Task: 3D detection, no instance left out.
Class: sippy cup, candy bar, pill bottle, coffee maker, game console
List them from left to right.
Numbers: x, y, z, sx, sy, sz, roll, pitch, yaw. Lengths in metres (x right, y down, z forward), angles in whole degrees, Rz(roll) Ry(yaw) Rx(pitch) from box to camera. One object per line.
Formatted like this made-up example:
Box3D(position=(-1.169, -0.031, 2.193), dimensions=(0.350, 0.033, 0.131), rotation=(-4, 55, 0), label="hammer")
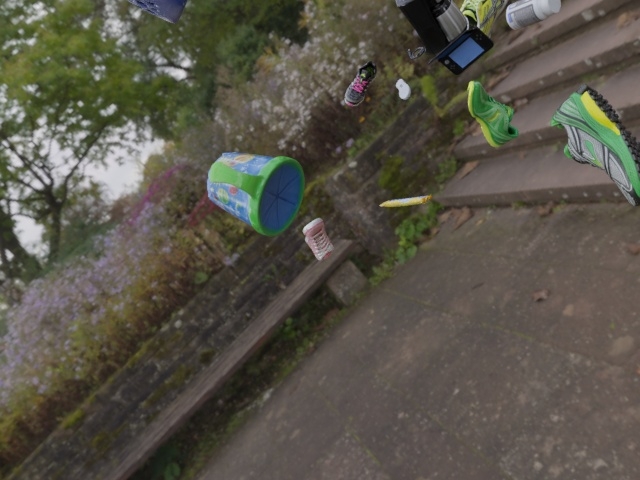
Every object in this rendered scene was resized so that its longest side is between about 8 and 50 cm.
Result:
Box3D(position=(-0.201, -0.154, 1.725), dimensions=(0.240, 0.224, 0.305), rotation=(-52, -31, -32), label="sippy cup")
Box3D(position=(0.223, -0.101, 1.535), dimensions=(0.040, 0.018, 0.161), rotation=(-24, 12, -36), label="candy bar")
Box3D(position=(0.263, -0.564, 1.485), dimensions=(0.171, 0.178, 0.120), rotation=(-37, 40, 15), label="coffee maker")
Box3D(position=(0.336, -0.445, 1.407), dimensions=(0.122, 0.107, 0.071), rotation=(-35, 33, 41), label="game console")
Box3D(position=(0.618, -0.670, 1.712), dimensions=(0.078, 0.078, 0.137), rotation=(-48, 25, -26), label="pill bottle")

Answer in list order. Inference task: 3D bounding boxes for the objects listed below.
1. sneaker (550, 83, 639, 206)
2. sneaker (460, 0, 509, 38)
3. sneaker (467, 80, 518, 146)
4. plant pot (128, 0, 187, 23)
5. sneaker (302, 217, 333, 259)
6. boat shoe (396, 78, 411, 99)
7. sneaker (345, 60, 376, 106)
Box3D(position=(0.723, -0.226, 1.502), dimensions=(0.134, 0.343, 0.146), rotation=(0, -34, -43), label="sneaker")
Box3D(position=(0.567, -0.823, 2.055), dimensions=(0.147, 0.145, 0.385), rotation=(-10, -63, -60), label="sneaker")
Box3D(position=(0.590, -0.445, 2.016), dimensions=(0.123, 0.295, 0.109), rotation=(-15, 49, 34), label="sneaker")
Box3D(position=(-0.341, -0.584, 1.135), dimensions=(0.236, 0.212, 0.236), rotation=(-157, 82, -70), label="plant pot")
Box3D(position=(0.000, 0.000, 1.282), dimensions=(0.051, 0.070, 0.134), rotation=(-34, -14, -10), label="sneaker")
Box3D(position=(0.322, -0.567, 2.226), dimensions=(0.049, 0.040, 0.142), rotation=(-46, 30, 26), label="boat shoe")
Box3D(position=(0.129, -0.502, 1.863), dimensions=(0.170, 0.063, 0.075), rotation=(-58, -8, -19), label="sneaker")
